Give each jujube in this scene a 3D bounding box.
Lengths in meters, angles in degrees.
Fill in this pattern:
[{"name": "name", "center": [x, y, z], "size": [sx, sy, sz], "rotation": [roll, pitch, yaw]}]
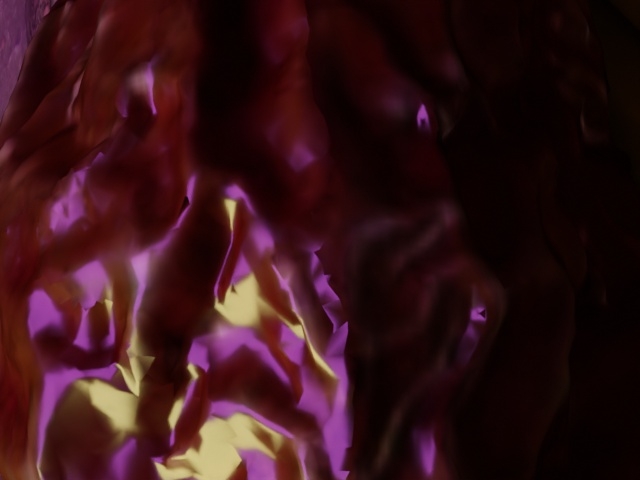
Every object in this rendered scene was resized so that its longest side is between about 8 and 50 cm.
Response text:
[{"name": "jujube", "center": [-0.001, 0.002, 0.551], "size": [0.276, 0.276, 0.377], "rotation": [130, 148, -53]}]

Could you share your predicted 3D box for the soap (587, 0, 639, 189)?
[{"name": "soap", "center": [0.145, -0.058, 0.643], "size": [0.324, 0.096, 0.204], "rotation": [-118, 38, -47]}]
